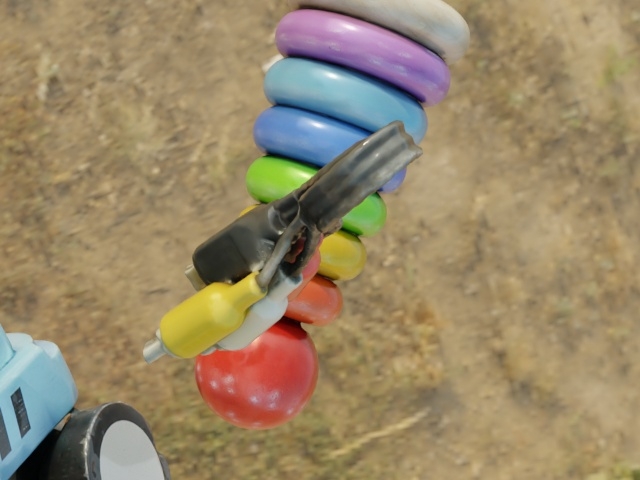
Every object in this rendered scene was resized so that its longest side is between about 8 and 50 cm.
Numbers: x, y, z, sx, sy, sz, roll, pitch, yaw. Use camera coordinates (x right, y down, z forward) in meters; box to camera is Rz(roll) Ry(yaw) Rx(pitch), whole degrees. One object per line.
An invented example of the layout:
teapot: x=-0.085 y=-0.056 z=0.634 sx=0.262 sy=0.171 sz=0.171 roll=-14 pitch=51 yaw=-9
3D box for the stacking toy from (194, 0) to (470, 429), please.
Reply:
stacking toy: x=-0.009 y=-0.025 z=1.180 sx=0.141 sy=0.141 sz=0.330 roll=23 pitch=85 yaw=-37

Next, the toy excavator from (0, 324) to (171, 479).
toy excavator: x=-0.331 y=0.093 z=0.969 sx=0.445 sy=0.222 sz=0.433 roll=66 pitch=25 yaw=-14

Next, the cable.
cable: x=0.000 y=0.000 z=0.959 sx=0.139 sy=0.287 sz=0.072 roll=-29 pitch=90 yaw=-35
